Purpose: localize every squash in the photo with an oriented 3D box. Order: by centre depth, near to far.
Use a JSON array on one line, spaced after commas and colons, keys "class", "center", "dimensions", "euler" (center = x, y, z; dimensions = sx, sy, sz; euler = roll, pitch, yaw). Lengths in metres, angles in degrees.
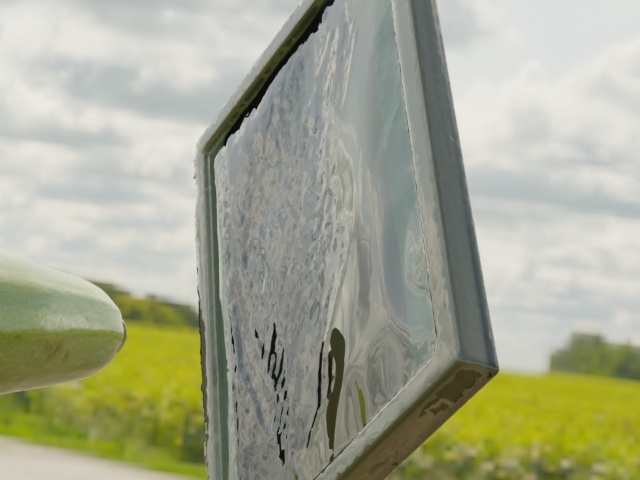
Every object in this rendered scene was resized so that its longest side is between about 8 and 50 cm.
[{"class": "squash", "center": [-0.173, 0.050, 1.129], "dimensions": [0.094, 0.094, 0.224], "euler": [5, -2, 27]}]

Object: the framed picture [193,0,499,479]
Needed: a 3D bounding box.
[{"class": "framed picture", "center": [-0.001, 0.000, 0.832], "dimensions": [0.018, 0.265, 0.192], "euler": [18, -46, -25]}]
